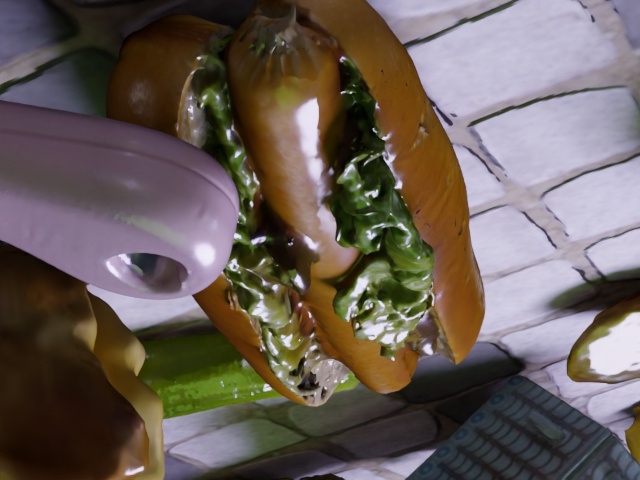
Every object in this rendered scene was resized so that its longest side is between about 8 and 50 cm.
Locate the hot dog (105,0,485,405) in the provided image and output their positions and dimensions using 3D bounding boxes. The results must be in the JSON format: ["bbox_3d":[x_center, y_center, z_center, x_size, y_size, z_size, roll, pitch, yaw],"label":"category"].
[{"bbox_3d":[0.000,0.000,0.605,0.135,0.100,0.337,-12,154,6],"label":"hot dog"}]

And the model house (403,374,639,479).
[{"bbox_3d":[0.118,0.244,0.947,0.224,0.198,0.215,-41,154,-14],"label":"model house"}]

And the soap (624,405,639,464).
[{"bbox_3d":[0.405,0.178,0.989,0.324,0.204,0.096,-21,162,22],"label":"soap"}]

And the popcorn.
[{"bbox_3d":[-0.234,0.114,0.633,0.332,0.225,0.265,-11,161,29],"label":"popcorn"}]

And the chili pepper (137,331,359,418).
[{"bbox_3d":[-0.073,0.078,0.796,0.201,0.050,0.052,-7,117,-1],"label":"chili pepper"}]

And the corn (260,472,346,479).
[{"bbox_3d":[-0.093,0.273,1.087,0.119,0.119,0.322,17,142,-42],"label":"corn"}]

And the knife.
[{"bbox_3d":[-0.192,-0.042,0.463,0.335,0.043,0.081,15,151,-7],"label":"knife"}]

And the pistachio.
[{"bbox_3d":[0.234,0.051,0.843,0.172,0.049,0.090,-12,129,8],"label":"pistachio"}]
